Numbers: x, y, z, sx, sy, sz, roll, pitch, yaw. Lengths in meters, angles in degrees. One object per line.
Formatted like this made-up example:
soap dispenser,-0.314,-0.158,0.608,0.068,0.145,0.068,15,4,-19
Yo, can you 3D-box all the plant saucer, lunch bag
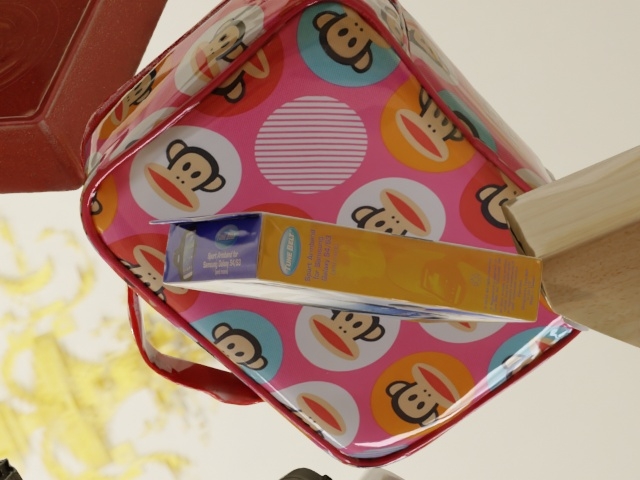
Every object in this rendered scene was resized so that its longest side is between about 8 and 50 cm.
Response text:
plant saucer,-0.267,-0.142,1.523,0.258,0.259,0.048,-2,-42,22
lunch bag,0.000,0.000,1.160,0.258,0.120,0.293,-39,-64,12

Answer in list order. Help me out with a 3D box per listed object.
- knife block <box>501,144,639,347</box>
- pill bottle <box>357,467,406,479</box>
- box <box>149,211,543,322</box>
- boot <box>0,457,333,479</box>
knife block,0.249,-0.043,0.837,0.275,0.088,0.242,21,-76,-11
pill bottle,-0.005,0.344,1.445,0.188,0.188,0.334,34,-102,17
box,0.005,0.011,0.720,0.081,0.136,0.028,-5,-101,62
boot,-0.116,0.169,0.998,0.161,0.083,0.246,41,-64,-3
